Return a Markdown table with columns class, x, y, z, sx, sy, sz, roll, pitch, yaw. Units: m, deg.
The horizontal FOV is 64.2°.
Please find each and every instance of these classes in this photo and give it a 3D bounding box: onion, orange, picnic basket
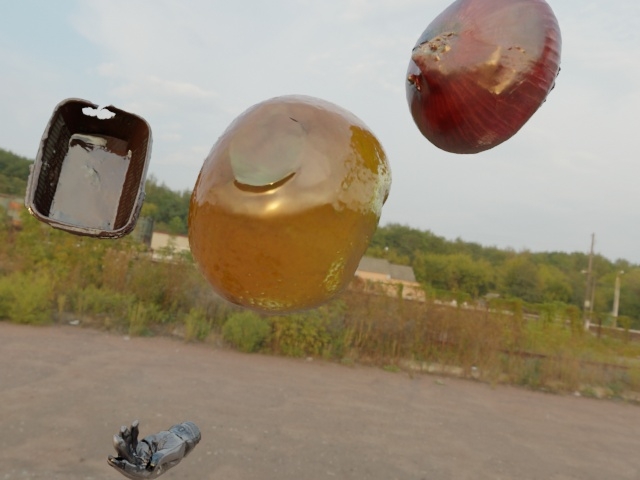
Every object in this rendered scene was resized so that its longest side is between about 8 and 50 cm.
| class | x | y | z | sx | sy | sz | roll | pitch | yaw |
| --- | --- | --- | --- | --- | --- | --- | --- | --- | --- |
| onion | 0.228 | -0.251 | 0.752 | 0.248 | 0.248 | 0.161 | 6 | 5 | 30 |
| orange | -0.040 | -0.070 | 0.720 | 0.262 | 0.335 | 0.196 | 27 | -26 | 5 |
| picnic basket | -0.493 | -0.137 | 1.097 | 0.222 | 0.297 | 0.129 | 14 | -21 | -24 |

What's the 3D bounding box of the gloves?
| class | x | y | z | sx | sy | sz | roll | pitch | yaw |
| --- | --- | --- | --- | --- | --- | --- | --- | --- | --- |
| gloves | -0.374 | 0.479 | 1.170 | 0.142 | 0.119 | 0.285 | 6 | -15 | 27 |
